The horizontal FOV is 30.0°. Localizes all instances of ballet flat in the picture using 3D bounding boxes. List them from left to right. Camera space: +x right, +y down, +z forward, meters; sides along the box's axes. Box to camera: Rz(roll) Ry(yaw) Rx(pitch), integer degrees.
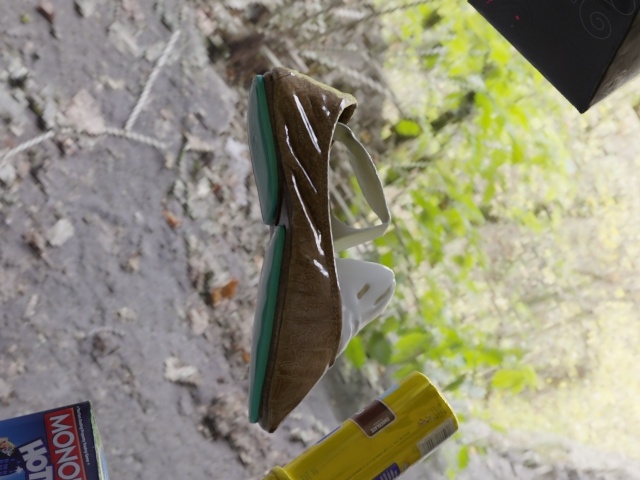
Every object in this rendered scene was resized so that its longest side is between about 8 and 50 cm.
[{"bbox_3d":[0.000,0.000,1.023,0.124,0.116,0.342,4,58,-11],"label":"ballet flat"}]

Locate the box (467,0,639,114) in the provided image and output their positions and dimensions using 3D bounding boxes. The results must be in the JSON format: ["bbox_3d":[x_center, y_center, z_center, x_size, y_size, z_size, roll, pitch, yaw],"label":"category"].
[{"bbox_3d":[0.252,-0.265,1.012,0.143,0.270,0.165,-33,69,-21],"label":"box"}]

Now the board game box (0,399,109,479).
[{"bbox_3d":[-0.145,0.177,0.581,0.194,0.060,0.194,-11,43,-8],"label":"board game box"}]

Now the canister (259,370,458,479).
[{"bbox_3d":[0.030,0.193,1.034,0.170,0.126,0.073,-34,78,-16],"label":"canister"}]
